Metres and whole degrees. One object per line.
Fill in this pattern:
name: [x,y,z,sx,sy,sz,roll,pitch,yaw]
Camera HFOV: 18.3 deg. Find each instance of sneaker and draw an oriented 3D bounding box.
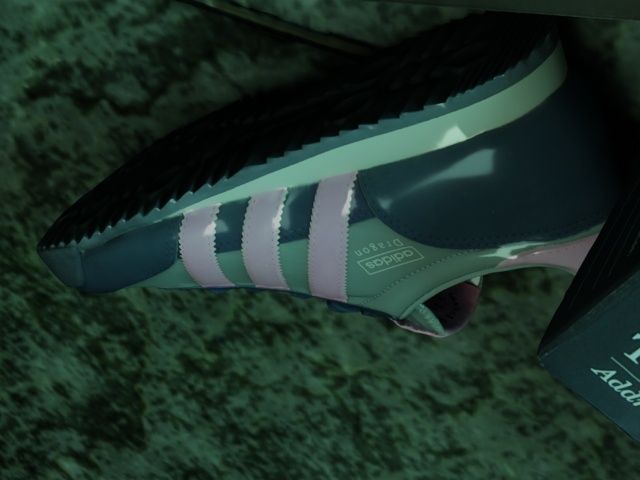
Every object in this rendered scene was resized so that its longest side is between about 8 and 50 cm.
sneaker: [0.000,0.000,0.911,0.319,0.112,0.131,-14,117,43]

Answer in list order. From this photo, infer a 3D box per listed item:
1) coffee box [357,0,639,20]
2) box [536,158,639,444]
coffee box: [0.000,-0.187,0.723,0.297,0.119,0.168,9,132,28]
box: [0.310,0.020,0.665,0.343,0.179,0.312,38,139,-4]
